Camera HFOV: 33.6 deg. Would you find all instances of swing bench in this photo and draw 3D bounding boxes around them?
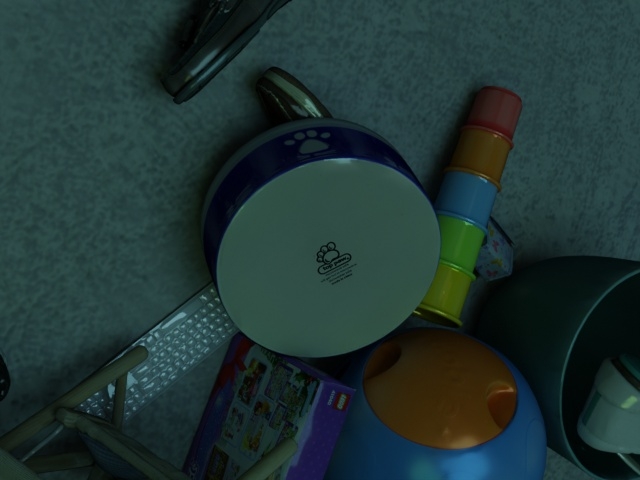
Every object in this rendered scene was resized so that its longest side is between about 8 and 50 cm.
[{"bbox_3d":[-0.206,0.254,1.069,0.254,0.253,0.165,-17,125,-46],"label":"swing bench"}]

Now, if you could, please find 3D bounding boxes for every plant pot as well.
[{"bbox_3d":[0.355,0.151,1.458,0.293,0.235,0.293,-8,106,-30],"label":"plant pot"}]

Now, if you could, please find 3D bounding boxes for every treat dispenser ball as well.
[{"bbox_3d":[0.133,0.252,1.313,0.288,0.288,0.288,-7,105,-30],"label":"treat dispenser ball"}]

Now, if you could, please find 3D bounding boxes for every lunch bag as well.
[{"bbox_3d":[0.231,0.001,1.450,0.071,0.053,0.083,47,37,-31],"label":"lunch bag"}]

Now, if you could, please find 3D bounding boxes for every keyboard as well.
[{"bbox_3d":[-0.186,0.137,1.254,0.256,0.014,0.072,-39,118,-19],"label":"keyboard"}]

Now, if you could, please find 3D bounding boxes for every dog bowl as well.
[{"bbox_3d":[0.000,0.000,1.215,0.265,0.104,0.265,-7,121,-12],"label":"dog bowl"}]

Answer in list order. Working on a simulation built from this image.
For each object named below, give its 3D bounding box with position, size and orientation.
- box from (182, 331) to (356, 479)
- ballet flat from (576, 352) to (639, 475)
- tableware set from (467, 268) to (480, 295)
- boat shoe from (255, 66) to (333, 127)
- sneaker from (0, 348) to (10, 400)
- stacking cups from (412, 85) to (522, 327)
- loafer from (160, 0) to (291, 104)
[{"bbox_3d":[-0.083,0.273,1.237,0.057,0.201,0.293,21,90,-35],"label":"box"},{"bbox_3d":[0.475,0.258,1.356,0.400,0.139,0.139,24,88,-29],"label":"ballet flat"},{"bbox_3d":[0.156,0.030,1.434,0.154,0.024,0.104,39,79,-31],"label":"tableware set"},{"bbox_3d":[-0.010,-0.085,1.267,0.095,0.095,0.257,-43,120,-10],"label":"boat shoe"},{"bbox_3d":[-0.401,0.098,1.058,0.234,0.106,0.078,39,79,-32],"label":"sneaker"},{"bbox_3d":[0.194,-0.047,1.380,0.096,0.096,0.316,29,78,-33],"label":"stacking cups"},{"bbox_3d":[-0.096,-0.264,1.187,0.084,0.096,0.267,45,69,-10],"label":"loafer"}]
